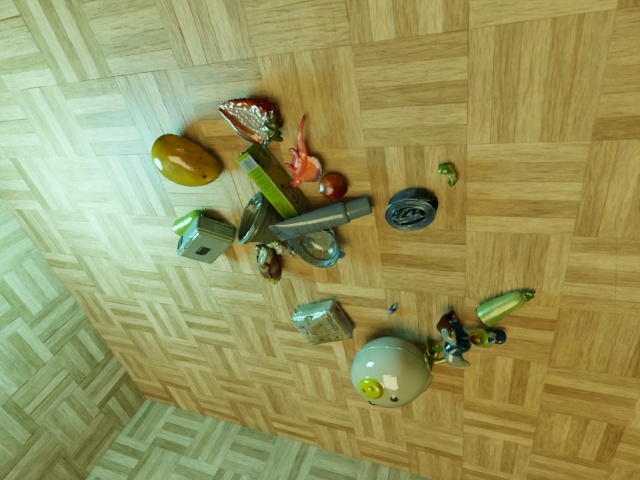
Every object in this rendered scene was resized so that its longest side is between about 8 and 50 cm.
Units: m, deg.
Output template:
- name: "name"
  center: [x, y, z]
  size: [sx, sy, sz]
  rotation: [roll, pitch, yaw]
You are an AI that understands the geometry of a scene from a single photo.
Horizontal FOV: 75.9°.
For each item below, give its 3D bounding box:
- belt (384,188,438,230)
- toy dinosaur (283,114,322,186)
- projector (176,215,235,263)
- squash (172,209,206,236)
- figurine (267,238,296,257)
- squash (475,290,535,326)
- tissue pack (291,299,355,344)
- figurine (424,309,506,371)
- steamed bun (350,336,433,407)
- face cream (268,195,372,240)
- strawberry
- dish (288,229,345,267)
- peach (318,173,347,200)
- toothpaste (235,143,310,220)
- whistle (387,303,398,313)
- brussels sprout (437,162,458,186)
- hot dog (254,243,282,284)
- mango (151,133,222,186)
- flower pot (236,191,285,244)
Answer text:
- name: "belt"
  center: [0.326, -0.107, 1.465]
  size: [0.190, 0.082, 0.141]
  rotation: [-12, 126, 34]
- name: "toy dinosaur"
  center: [-0.046, -0.296, 1.485]
  size: [0.139, 0.070, 0.286]
  rotation: [34, 134, 12]
- name: "projector"
  center: [-0.538, 0.006, 1.912]
  size: [0.192, 0.099, 0.257]
  rotation: [21, 141, -32]
- name: "squash"
  center: [-0.598, -0.090, 1.924]
  size: [0.188, 0.095, 0.095]
  rotation: [-22, 115, 33]
- name: "figurine"
  center: [-0.172, 0.038, 1.813]
  size: [0.146, 0.098, 0.081]
  rotation: [42, 120, -9]
- name: "squash"
  center: [0.719, 0.247, 1.575]
  size: [0.094, 0.094, 0.224]
  rotation: [43, 124, -11]
- name: "tissue pack"
  center: [0.007, 0.410, 2.013]
  size: [0.257, 0.123, 0.215]
  rotation: [-17, 119, 36]
- name: "figurine"
  center: [0.597, 0.403, 1.729]
  size: [0.339, 0.204, 0.283]
  rotation: [-14, 113, 20]
- name: "steamed bun"
  center: [0.318, 0.606, 1.896]
  size: [0.334, 0.333, 0.374]
  rotation: [43, 137, -12]
- name: "face cream"
  center: [0.004, -0.080, 1.561]
  size: [0.386, 0.086, 0.135]
  rotation: [-17, 153, 11]
- name: "strawberry"
  center: [-0.244, -0.431, 1.470]
  size: [0.228, 0.098, 0.174]
  rotation: [14, 130, 20]
- name: "dish"
  center: [0.000, 0.000, 1.708]
  size: [0.237, 0.086, 0.227]
  rotation: [30, 132, 1]
- name: "peach"
  center: [0.048, -0.199, 1.520]
  size: [0.101, 0.100, 0.100]
  rotation: [13, 131, 16]
- name: "toothpaste"
  center: [-0.180, -0.227, 1.593]
  size: [0.077, 0.110, 0.327]
  rotation: [-26, 113, 36]
- name: "whistle"
  center: [0.327, 0.309, 1.841]
  size: [0.033, 0.029, 0.083]
  rotation: [0, 144, -22]
- name: "brussels sprout"
  center: [0.426, -0.221, 1.357]
  size: [0.051, 0.046, 0.083]
  rotation: [-30, 119, 35]
- name: "hot dog"
  center: [-0.245, 0.103, 1.874]
  size: [0.103, 0.146, 0.213]
  rotation: [-18, 116, 6]
- name: "mango"
  center: [-0.548, -0.314, 1.678]
  size: [0.291, 0.159, 0.190]
  rotation: [21, 127, -4]
- name: "flower pot"
  center: [-0.239, -0.071, 1.699]
  size: [0.141, 0.235, 0.235]
  rotation: [26, 138, -27]
